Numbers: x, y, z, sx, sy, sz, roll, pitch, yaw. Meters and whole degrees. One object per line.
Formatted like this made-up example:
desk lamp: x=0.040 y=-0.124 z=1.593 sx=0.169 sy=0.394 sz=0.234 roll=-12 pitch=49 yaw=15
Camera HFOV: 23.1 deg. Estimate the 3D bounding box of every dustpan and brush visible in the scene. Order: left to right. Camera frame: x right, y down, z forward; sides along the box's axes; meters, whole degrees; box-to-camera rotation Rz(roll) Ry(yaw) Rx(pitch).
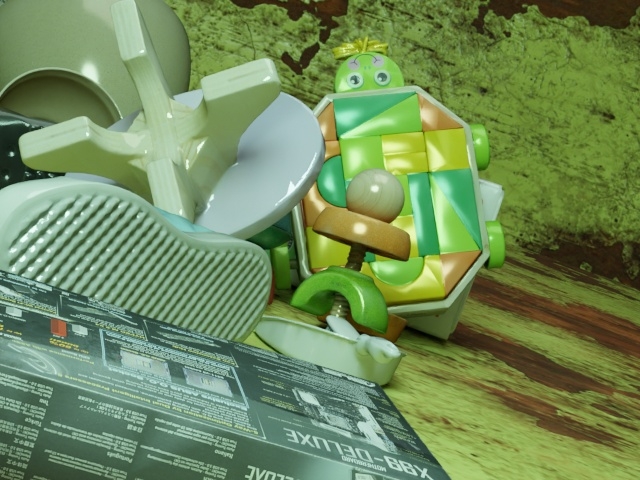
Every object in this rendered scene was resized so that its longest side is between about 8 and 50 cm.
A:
dustpan and brush: x=0.030 y=0.100 z=1.457 sx=0.147 sy=0.060 sz=0.211 roll=17 pitch=7 yaw=-18

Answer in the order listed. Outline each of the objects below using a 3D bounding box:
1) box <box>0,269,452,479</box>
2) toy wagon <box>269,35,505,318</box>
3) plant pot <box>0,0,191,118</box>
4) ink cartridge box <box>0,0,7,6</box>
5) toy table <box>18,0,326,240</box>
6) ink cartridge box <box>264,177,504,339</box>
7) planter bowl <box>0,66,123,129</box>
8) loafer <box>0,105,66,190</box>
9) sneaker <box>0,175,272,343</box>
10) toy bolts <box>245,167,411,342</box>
box: x=-0.087 y=0.111 z=0.969 sx=0.307 sy=0.076 sz=0.242 roll=18 pitch=7 yaw=-13
toy wagon: x=0.065 y=-0.080 z=1.812 sx=0.267 sy=0.344 sz=0.068 roll=-6 pitch=-13 yaw=-6
plant pot: x=-0.299 y=-0.173 z=2.028 sx=0.284 sy=0.284 sz=0.191 roll=16 pitch=42 yaw=-29
ink cartridge box: x=-0.468 y=-0.314 z=2.443 sx=0.117 sy=0.278 sz=0.201 roll=16 pitch=7 yaw=-30
toy table: x=-0.144 y=-0.096 z=1.533 sx=0.252 sy=0.274 sz=0.161 roll=62 pitch=-1 yaw=26
ink cartridge box: x=0.062 y=-0.019 z=1.915 sx=0.273 sy=0.198 sz=0.115 roll=20 pitch=3 yaw=1
planter bowl: x=-0.321 y=-0.109 z=1.844 sx=0.162 sy=0.162 sz=0.109 roll=17 pitch=-20 yaw=-20
loafer: x=-0.401 y=-0.098 z=1.643 sx=0.366 sy=0.134 sz=0.130 roll=21 pitch=-6 yaw=-19
sneaker: x=-0.186 y=0.022 z=1.267 sx=0.150 sy=0.135 sz=0.366 roll=14 pitch=-5 yaw=27
toy bolts: x=0.000 y=0.000 z=1.649 sx=0.228 sy=0.158 sz=0.218 roll=15 pitch=-6 yaw=20
